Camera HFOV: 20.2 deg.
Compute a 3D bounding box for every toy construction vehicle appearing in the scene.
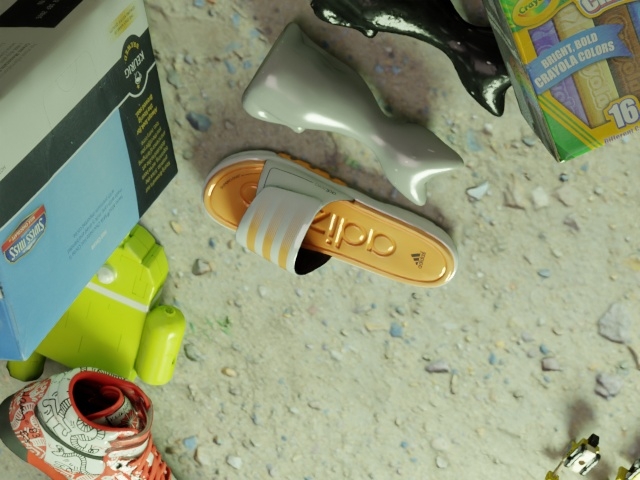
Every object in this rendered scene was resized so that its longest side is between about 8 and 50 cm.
[{"bbox_3d":[0.285,0.232,1.809,0.086,0.035,0.098,27,131,-10],"label":"toy construction vehicle"}]

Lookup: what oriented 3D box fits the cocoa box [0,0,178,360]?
[{"bbox_3d":[-0.314,-0.078,1.646,0.231,0.347,0.228,3,122,22],"label":"cocoa box"}]

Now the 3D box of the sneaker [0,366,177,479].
[{"bbox_3d":[-0.208,0.235,1.930,0.270,0.090,0.145,39,136,-24],"label":"sneaker"}]

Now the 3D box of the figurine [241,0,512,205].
[{"bbox_3d":[0.065,-0.147,1.619,0.209,0.092,0.215,33,128,-6],"label":"figurine"}]

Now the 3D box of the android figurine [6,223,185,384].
[{"bbox_3d":[-0.257,0.059,1.898,0.248,0.056,0.273,25,129,6],"label":"android figurine"}]

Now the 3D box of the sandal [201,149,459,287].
[{"bbox_3d":[0.002,-0.008,1.734,0.265,0.076,0.102,18,126,10],"label":"sandal"}]

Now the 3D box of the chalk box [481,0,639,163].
[{"bbox_3d":[0.207,-0.198,1.472,0.132,0.132,0.213,-22,115,2],"label":"chalk box"}]
